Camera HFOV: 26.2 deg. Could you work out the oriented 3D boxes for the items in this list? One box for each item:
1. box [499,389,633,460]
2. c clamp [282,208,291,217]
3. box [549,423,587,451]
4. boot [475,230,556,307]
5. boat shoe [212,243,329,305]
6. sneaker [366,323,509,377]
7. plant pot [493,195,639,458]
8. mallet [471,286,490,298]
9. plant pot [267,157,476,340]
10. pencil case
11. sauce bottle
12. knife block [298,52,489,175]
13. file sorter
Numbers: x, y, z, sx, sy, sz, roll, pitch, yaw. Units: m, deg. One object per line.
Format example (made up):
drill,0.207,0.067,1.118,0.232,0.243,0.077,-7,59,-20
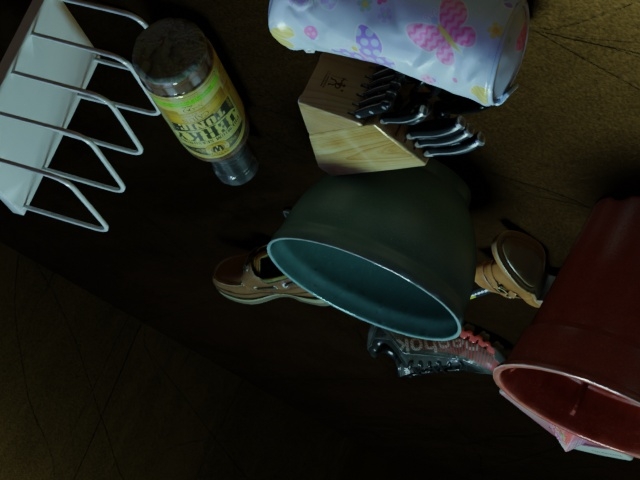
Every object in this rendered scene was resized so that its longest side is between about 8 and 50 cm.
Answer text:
box,0.448,0.270,2.387,0.148,0.127,0.232,4,153,50
c clamp,0.000,0.000,2.388,0.137,0.022,0.161,32,168,34
box,0.413,0.203,2.112,0.154,0.142,0.300,60,173,19
boot,0.277,0.044,2.064,0.197,0.073,0.152,41,161,-35
boat shoe,-0.093,0.050,2.565,0.307,0.111,0.104,-2,146,38
sneaker,0.207,0.205,2.527,0.276,0.135,0.097,20,160,13
plant pot,0.394,0.104,1.736,0.272,0.265,0.272,24,164,7
mallet,0.216,0.091,2.224,0.189,0.039,0.062,-26,135,31
plant pot,0.098,-0.013,1.928,0.293,0.196,0.293,23,164,7
pencil case,0.080,-0.228,1.436,0.273,0.124,0.113,18,-160,18
sauce bottle,-0.161,-0.183,1.948,0.111,0.111,0.344,19,163,22
knife block,0.103,-0.142,1.723,0.242,0.088,0.276,21,162,16
file sorter,-0.343,-0.180,1.938,0.173,0.278,0.193,15,161,19
